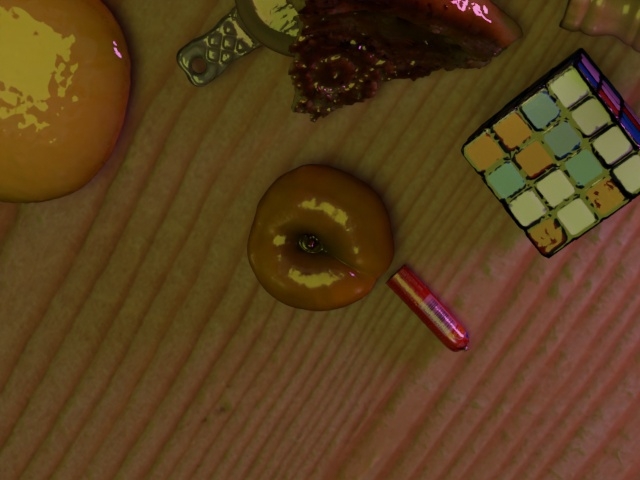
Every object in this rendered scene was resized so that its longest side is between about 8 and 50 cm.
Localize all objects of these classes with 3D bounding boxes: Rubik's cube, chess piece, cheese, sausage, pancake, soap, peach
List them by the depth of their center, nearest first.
[{"bbox_3d":[0.364,-0.237,1.451,0.200,0.090,0.090,20,109,7],"label":"chess piece"},{"bbox_3d":[0.267,-0.099,1.480,0.155,0.151,0.154,-37,94,21],"label":"Rubik's cube"},{"bbox_3d":[0.063,-0.205,1.512,0.266,0.057,0.244,22,128,-24],"label":"pancake"},{"bbox_3d":[-0.049,-0.270,1.562,0.286,0.082,0.163,-37,92,23],"label":"cheese"},{"bbox_3d":[0.000,0.000,1.606,0.179,0.103,0.179,4,107,12],"label":"peach"},{"bbox_3d":[0.133,0.086,1.629,0.129,0.034,0.034,46,111,-1],"label":"sausage"},{"bbox_3d":[-0.441,-0.213,1.654,0.427,0.115,0.306,18,102,0],"label":"soap"}]
